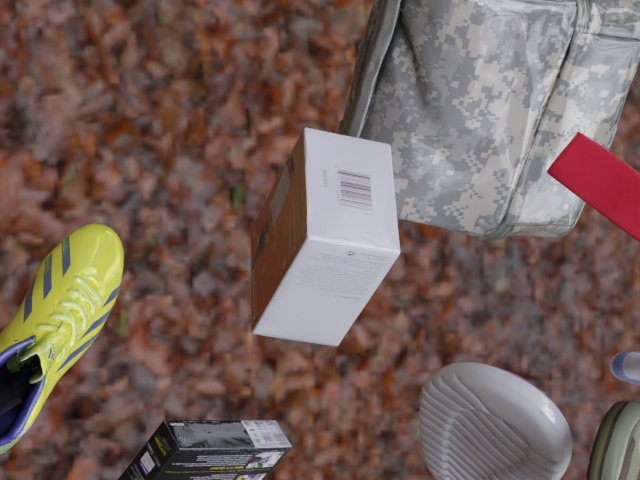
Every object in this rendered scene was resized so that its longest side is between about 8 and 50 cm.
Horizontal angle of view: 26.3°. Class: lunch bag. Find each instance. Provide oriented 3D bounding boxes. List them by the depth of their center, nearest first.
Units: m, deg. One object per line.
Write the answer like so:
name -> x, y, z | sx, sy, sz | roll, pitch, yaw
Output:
lunch bag -> 0.153, -0.164, 1.396 | 0.256, 0.213, 0.305 | -1, 126, -29

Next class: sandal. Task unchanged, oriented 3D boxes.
sandal -> 0.274, 0.294, 1.257 | 0.120, 0.086, 0.303 | 50, 55, -62
sandal -> 0.192, 0.200, 1.509 | 0.102, 0.169, 0.416 | -50, 170, -20

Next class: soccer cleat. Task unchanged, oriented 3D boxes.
soccer cleat -> -0.276, 0.100, 1.380 | 0.093, 0.121, 0.289 | 40, 63, -14

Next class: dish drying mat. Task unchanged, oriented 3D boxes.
dish drying mat -> 0.171, -0.027, 0.782 | 0.032, 0.083, 0.008 | -50, 159, -1

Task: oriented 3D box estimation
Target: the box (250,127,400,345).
box -> 0.000, 0.000, 1.300 | 0.170, 0.091, 0.130 | 121, -27, -49

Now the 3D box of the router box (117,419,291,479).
router box -> -0.138, 0.264, 1.571 | 0.178, 0.133, 0.046 | 9, 38, -47

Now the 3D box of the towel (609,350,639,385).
towel -> 0.413, 0.124, 1.189 | 0.209, 0.285, 0.034 | 17, 77, -22
